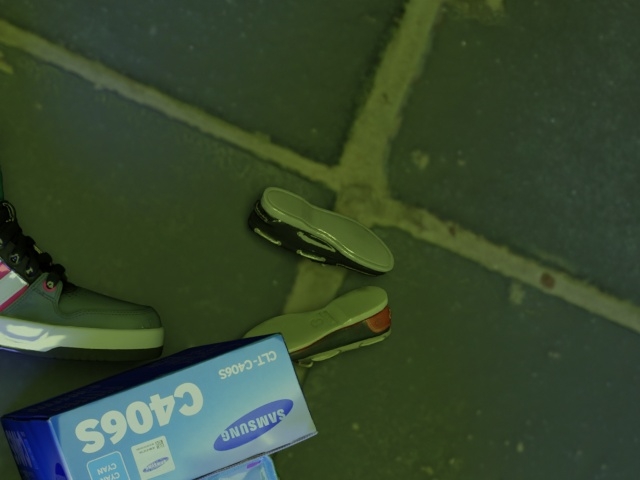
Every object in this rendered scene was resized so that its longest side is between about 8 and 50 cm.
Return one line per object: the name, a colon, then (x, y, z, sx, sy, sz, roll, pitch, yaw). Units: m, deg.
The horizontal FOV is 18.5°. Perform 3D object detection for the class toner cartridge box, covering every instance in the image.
toner cartridge box: (-0.127, 0.132, 1.407, 0.165, 0.348, 0.075, -21, 90, -14)

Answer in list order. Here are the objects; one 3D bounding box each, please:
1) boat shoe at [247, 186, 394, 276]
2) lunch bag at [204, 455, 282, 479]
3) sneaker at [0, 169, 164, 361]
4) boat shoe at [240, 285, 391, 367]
boat shoe: (0.000, 0.000, 1.612, 0.125, 0.038, 0.046, 24, 37, -15)
lunch bag: (-0.073, 0.294, 1.467, 0.160, 0.223, 0.262, -19, 90, -9)
sneaker: (-0.253, -0.011, 1.514, 0.296, 0.124, 0.178, 11, 91, -11)
boat shoe: (-0.004, 0.081, 1.599, 0.137, 0.049, 0.043, -21, 129, -16)
